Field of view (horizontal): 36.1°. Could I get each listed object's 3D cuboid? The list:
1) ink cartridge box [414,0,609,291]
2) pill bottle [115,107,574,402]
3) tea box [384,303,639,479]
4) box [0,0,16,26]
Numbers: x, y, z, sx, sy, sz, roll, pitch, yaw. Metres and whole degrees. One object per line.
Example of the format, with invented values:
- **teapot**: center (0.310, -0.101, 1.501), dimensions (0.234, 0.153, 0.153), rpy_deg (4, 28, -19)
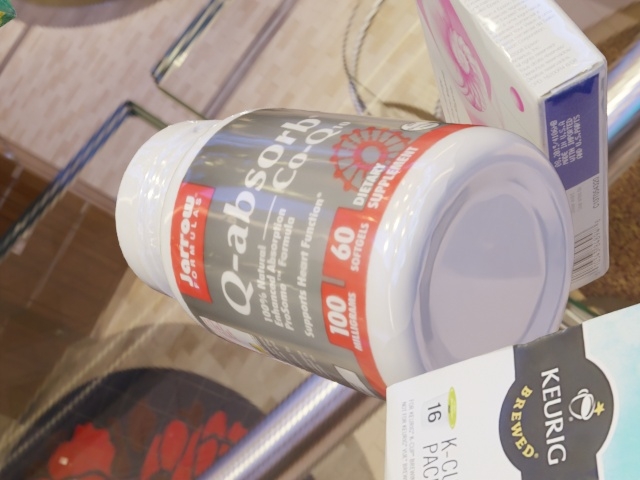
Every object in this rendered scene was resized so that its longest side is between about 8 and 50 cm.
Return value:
- **ink cartridge box**: center (0.152, -0.153, 0.907), dimensions (0.071, 0.324, 0.330), rpy_deg (-29, 56, 0)
- **pill bottle**: center (0.000, 0.000, 0.801), dimensions (0.363, 0.210, 0.210), rpy_deg (12, 74, 46)
- **tea box**: center (0.252, 0.170, 0.424), dimensions (0.324, 0.329, 0.220), rpy_deg (-27, 47, 36)
- **box**: center (-0.350, -0.191, 0.826), dimensions (0.179, 0.043, 0.105), rpy_deg (-25, 86, 19)
